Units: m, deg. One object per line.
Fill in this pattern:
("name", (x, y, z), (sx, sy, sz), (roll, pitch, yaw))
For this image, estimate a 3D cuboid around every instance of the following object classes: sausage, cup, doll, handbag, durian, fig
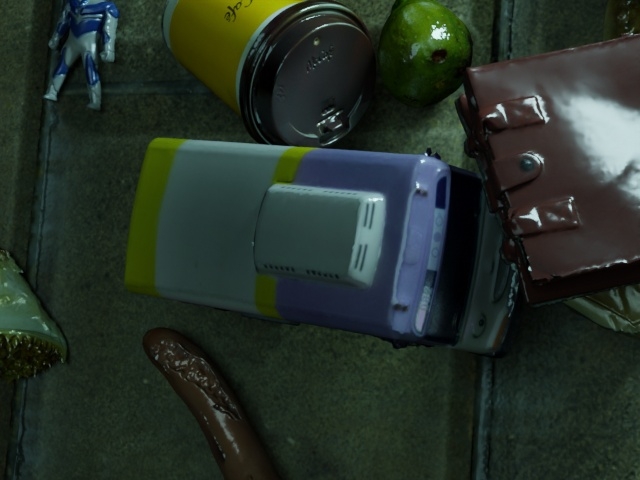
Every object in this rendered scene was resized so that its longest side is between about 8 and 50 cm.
("sausage", (-0.133, 0.225, 1.611), (0.078, 0.078, 0.304), (-40, 67, 13))
("cup", (-0.072, -0.237, 1.584), (0.280, 0.196, 0.196), (37, 97, 41))
("doll", (-0.332, -0.302, 1.789), (0.114, 0.057, 0.227), (14, 89, 28))
("handbag", (0.298, -0.078, 1.306), (0.276, 0.084, 0.260), (-10, 69, -9))
("durian", (-0.463, 0.101, 1.772), (0.139, 0.144, 0.252), (-26, 60, -22))
("fig", (0.116, -0.246, 1.559), (0.123, 0.123, 0.156), (-39, 57, 13))

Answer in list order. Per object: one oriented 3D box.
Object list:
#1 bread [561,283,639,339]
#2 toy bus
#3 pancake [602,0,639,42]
("bread", (0.328, -0.006, 1.434), (0.210, 0.110, 0.192), (30, 100, 24))
("toy bus", (0.000, 0.000, 1.459), (0.440, 0.249, 0.209), (8, 86, 38))
("pancake", (0.440, -0.255, 1.433), (0.282, 0.049, 0.282), (-15, 62, 29))
